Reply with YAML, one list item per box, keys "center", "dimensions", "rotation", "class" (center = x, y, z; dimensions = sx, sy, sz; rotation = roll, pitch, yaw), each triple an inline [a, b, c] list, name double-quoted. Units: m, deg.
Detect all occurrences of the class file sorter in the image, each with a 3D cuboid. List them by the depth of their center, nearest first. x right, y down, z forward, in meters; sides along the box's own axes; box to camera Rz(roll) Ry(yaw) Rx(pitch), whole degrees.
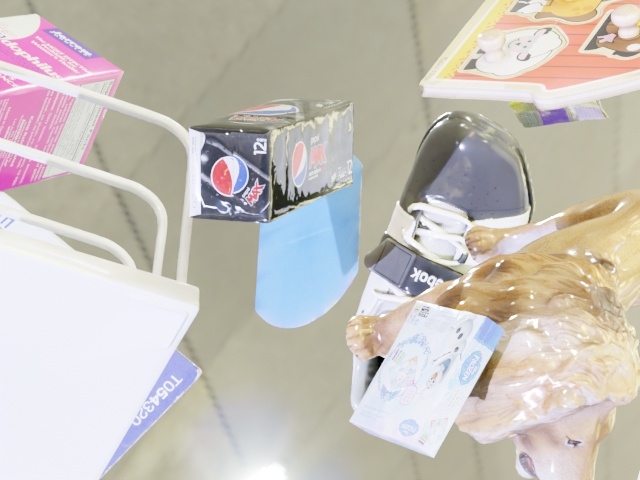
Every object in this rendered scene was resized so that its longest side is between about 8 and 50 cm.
- center: [-0.216, 0.043, 1.253]
  dimensions: [0.173, 0.192, 0.278]
  rotation: [-89, -157, -44]
  class: "file sorter"

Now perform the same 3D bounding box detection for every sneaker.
- center: [0.102, 0.039, 1.673]
  dimensions: [0.146, 0.122, 0.331]
  rotation: [-53, 162, -48]
  class: "sneaker"

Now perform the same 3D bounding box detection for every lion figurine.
- center: [0.180, 0.034, 1.298]
  dimensions: [0.240, 0.142, 0.392]
  rotation: [-23, -166, 44]
  class: "lion figurine"

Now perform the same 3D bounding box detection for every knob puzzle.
- center: [0.182, -0.146, 1.204]
  dimensions: [0.213, 0.213, 0.030]
  rotation: [-41, 128, -36]
  class: "knob puzzle"

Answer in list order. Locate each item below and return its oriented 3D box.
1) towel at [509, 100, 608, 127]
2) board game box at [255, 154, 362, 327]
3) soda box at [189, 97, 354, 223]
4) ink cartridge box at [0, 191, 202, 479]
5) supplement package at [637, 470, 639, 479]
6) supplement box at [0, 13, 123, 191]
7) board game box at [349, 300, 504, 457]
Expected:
- center: [0.218, -0.120, 1.676]
  dimensions: [0.060, 0.083, 0.009]
  rotation: [47, 41, -66]
  class: "towel"
- center: [0.000, 0.000, 1.637]
  dimensions: [0.033, 0.133, 0.169]
  rotation: [21, 62, -39]
  class: "board game box"
- center: [-0.028, -0.053, 1.151]
  dimensions: [0.169, 0.053, 0.060]
  rotation: [-29, 121, -70]
  class: "soda box"
- center: [-0.353, 0.150, 1.987]
  dimensions: [0.324, 0.330, 0.071]
  rotation: [-46, 149, -14]
  class: "ink cartridge box"
- center: [0.325, 0.092, 0.869]
  dimensions: [0.198, 0.262, 0.199]
  rotation: [6, 100, -45]
  class: "supplement package"
- center: [-0.286, -0.116, 1.583]
  dimensions: [0.114, 0.111, 0.220]
  rotation: [-63, 163, 20]
  class: "supplement box"
- center: [0.065, 0.084, 1.134]
  dimensions: [0.090, 0.020, 0.090]
  rotation: [-59, -157, -9]
  class: "board game box"
